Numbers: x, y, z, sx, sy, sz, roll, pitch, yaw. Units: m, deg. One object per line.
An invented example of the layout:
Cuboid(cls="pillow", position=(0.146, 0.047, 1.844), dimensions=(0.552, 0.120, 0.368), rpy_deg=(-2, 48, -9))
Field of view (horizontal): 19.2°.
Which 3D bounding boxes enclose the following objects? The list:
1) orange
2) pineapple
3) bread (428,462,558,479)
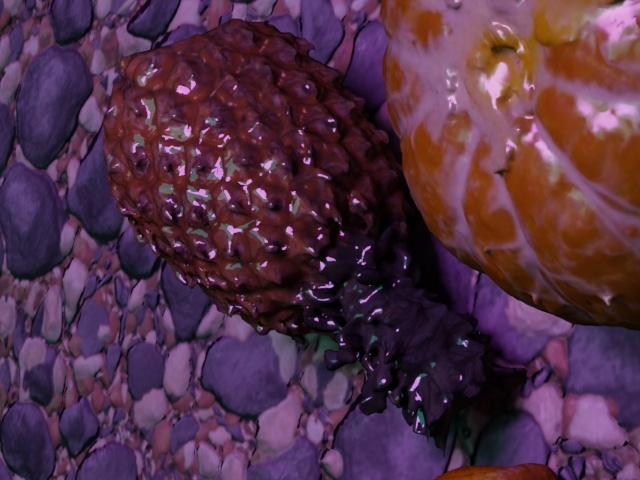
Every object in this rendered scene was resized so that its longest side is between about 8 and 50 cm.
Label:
Cuboid(cls="orange", position=(0.183, -0.109, 1.101), dimensions=(0.329, 0.249, 0.329), rpy_deg=(28, 124, 51))
Cuboid(cls="pineapple", position=(0.000, 0.000, 1.378), dimensions=(0.362, 0.202, 0.202), rpy_deg=(46, 119, 32))
Cuboid(cls="bread", position=(0.110, 0.240, 1.291), dimensions=(0.103, 0.065, 0.187), rpy_deg=(10, 93, 46))
